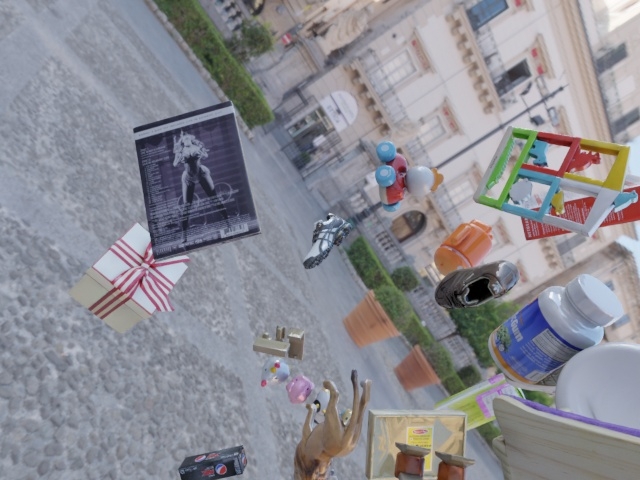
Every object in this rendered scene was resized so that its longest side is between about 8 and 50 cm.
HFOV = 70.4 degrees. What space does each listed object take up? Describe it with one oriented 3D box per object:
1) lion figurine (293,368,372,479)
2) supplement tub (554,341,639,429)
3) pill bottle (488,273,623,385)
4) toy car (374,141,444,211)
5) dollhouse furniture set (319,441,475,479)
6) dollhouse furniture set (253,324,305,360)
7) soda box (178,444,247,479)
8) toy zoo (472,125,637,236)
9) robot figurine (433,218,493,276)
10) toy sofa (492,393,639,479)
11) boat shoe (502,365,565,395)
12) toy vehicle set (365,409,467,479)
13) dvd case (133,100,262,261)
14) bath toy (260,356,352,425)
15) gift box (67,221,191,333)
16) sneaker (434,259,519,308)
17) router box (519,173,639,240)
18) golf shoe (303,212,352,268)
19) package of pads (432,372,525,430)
[{"bbox_3d":[0.022,0.515,1.172,0.392,0.142,0.240,107,-4,-46],"label":"lion figurine"},{"bbox_3d":[0.624,0.369,0.919,0.331,0.241,0.241,47,13,-46],"label":"supplement tub"},{"bbox_3d":[0.526,0.200,1.027,0.152,0.272,0.152,18,40,-16],"label":"pill bottle"},{"bbox_3d":[0.337,-0.238,1.688,0.219,0.237,0.210,63,29,-58],"label":"toy car"},{"bbox_3d":[0.116,0.473,0.753,0.135,0.259,0.262,101,1,-70],"label":"dollhouse furniture set"},{"bbox_3d":[-0.143,0.387,1.574,0.151,0.144,0.123,-55,152,-68],"label":"dollhouse furniture set"},{"bbox_3d":[-0.286,0.601,1.212,0.060,0.168,0.053,-45,122,-85],"label":"soda box"},{"bbox_3d":[0.494,-0.126,0.946,0.293,0.192,0.030,24,-4,40],"label":"toy zoo"},{"bbox_3d":[0.438,0.035,1.394,0.128,0.219,0.158,46,-15,4],"label":"robot figurine"},{"bbox_3d":[0.372,0.259,0.481,0.362,0.150,0.177,-19,-100,64],"label":"toy sofa"},{"bbox_3d":[0.609,0.362,1.173,0.098,0.277,0.096,-84,172,-53],"label":"boat shoe"},{"bbox_3d":[0.250,0.529,1.178,0.035,0.266,0.166,170,-74,-76],"label":"toy vehicle set"},{"bbox_3d":[-0.191,-0.093,0.693,0.018,0.164,0.221,64,11,-76],"label":"dvd case"},{"bbox_3d":[-0.059,0.515,1.517,0.348,0.151,0.129,32,26,16],"label":"bath toy"},{"bbox_3d":[-0.589,0.125,1.461,0.276,0.258,0.255,41,41,-21],"label":"gift box"},{"bbox_3d":[0.250,0.085,0.786,0.066,0.071,0.188,55,-34,6],"label":"sneaker"},{"bbox_3d":[0.704,-0.097,1.229,0.335,0.301,0.082,-26,102,-64],"label":"router box"},{"bbox_3d":[0.000,0.000,1.271,0.094,0.198,0.077,41,-36,7],"label":"golf shoe"},{"bbox_3d":[0.524,0.549,1.523,0.101,0.296,0.229,64,10,18],"label":"package of pads"}]
